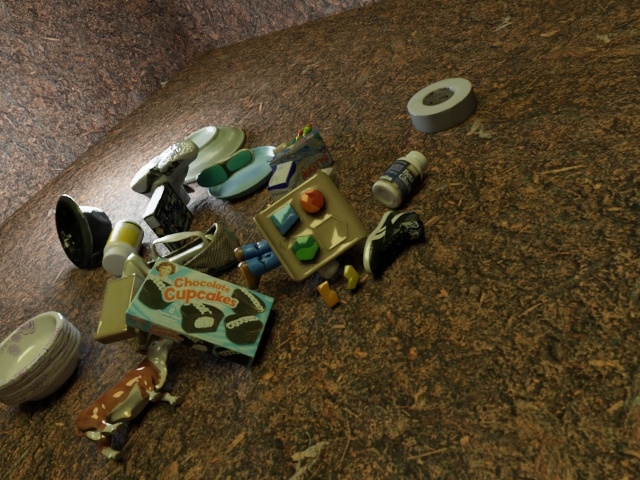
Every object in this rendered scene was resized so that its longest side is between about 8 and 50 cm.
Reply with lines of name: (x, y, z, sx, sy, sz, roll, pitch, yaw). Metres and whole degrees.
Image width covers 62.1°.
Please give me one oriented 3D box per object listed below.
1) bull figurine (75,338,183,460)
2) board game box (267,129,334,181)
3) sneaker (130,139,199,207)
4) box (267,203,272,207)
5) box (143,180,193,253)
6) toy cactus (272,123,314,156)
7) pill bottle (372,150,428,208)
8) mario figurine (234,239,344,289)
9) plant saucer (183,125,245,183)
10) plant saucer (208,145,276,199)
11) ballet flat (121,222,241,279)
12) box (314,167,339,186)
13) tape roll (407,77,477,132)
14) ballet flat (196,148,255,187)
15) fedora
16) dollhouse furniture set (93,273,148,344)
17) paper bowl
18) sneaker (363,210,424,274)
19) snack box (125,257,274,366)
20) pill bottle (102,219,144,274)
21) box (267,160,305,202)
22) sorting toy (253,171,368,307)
bull figurine: (-0.460, 0.386, 1.323, 0.310, 0.101, 0.188, -45, 38, -21)
board game box: (-0.067, -0.272, 1.837, 0.201, 0.136, 0.035, -34, 34, -4)
sneaker: (-0.544, -0.237, 2.041, 0.366, 0.210, 0.137, -24, 40, 33)
box: (-0.143, -0.053, 1.672, 0.136, 0.028, 0.081, 46, 122, 54)
box: (-0.546, -0.086, 1.925, 0.051, 0.175, 0.220, -21, 36, 14)
toy cactus: (-0.087, -0.351, 1.982, 0.180, 0.112, 0.219, -22, 28, 11)
pill bottle: (0.234, -0.179, 1.528, 0.094, 0.094, 0.169, 17, 56, 47)
mario figurine: (-0.056, 0.040, 1.443, 0.320, 0.170, 0.198, -21, 76, -3)
plant saucer: (-0.536, -0.417, 2.410, 0.400, 0.100, 0.400, -20, 36, 15)
plant saucer: (-0.290, -0.257, 2.070, 0.317, 0.044, 0.318, -20, 36, 16)
ballet flat: (-0.489, 0.079, 1.666, 0.482, 0.182, 0.164, -27, 35, 6)
box: (-0.035, -0.103, 1.662, 0.063, 0.067, 0.324, -2, 43, 36)
tape roll: (0.403, -0.451, 1.769, 0.219, 0.072, 0.219, -20, 34, 15)
ballet flat: (-0.362, -0.277, 2.057, 0.248, 0.086, 0.086, -25, 34, 6)
fedora: (-0.942, -0.046, 2.150, 0.152, 0.334, 0.334, -18, 20, -42)
dollhouse furniture set: (-0.465, 0.222, 1.430, 0.212, 0.242, 0.161, -16, 54, 21)
paper bowl: (-0.855, 0.366, 1.606, 0.284, 0.148, 0.284, -20, 36, 15)
sneaker: (0.195, -0.002, 1.345, 0.121, 0.079, 0.217, -2, 43, 34)
snack box: (-0.295, 0.177, 1.334, 0.322, 0.060, 0.187, 20, 45, -3)
pill bottle: (-0.733, 0.026, 1.973, 0.119, 0.119, 0.208, -23, 34, 11)
box: (-0.100, -0.164, 1.722, 0.072, 0.137, 0.126, -13, 38, 23)
sorting toy: (0.000, 0.000, 1.341, 0.229, 0.041, 0.307, -34, 78, -4)
